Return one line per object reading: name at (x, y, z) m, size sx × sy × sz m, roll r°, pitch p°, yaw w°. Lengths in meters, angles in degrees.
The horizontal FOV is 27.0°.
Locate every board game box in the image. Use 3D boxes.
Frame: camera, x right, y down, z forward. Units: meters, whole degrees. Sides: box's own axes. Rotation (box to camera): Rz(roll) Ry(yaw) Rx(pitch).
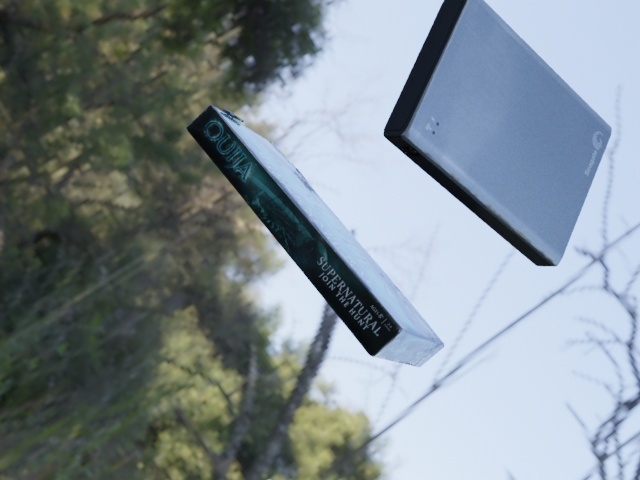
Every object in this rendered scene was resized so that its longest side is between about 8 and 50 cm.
board game box at (0.000, 0.000, 0.845) m, size 0.186 × 0.026 × 0.126 m, roll 50°, pitch 8°, yaw 17°

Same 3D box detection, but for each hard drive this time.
hard drive at (0.101, -0.059, 0.730) m, size 0.135 × 0.094 × 0.022 m, roll 37°, pitch -22°, yaw -33°

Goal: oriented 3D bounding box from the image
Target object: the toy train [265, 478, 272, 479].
toy train at (-0.094, 0.151, 0.616) m, size 0.105 × 0.248 × 0.143 m, roll 49°, pitch -35°, yaw 11°
